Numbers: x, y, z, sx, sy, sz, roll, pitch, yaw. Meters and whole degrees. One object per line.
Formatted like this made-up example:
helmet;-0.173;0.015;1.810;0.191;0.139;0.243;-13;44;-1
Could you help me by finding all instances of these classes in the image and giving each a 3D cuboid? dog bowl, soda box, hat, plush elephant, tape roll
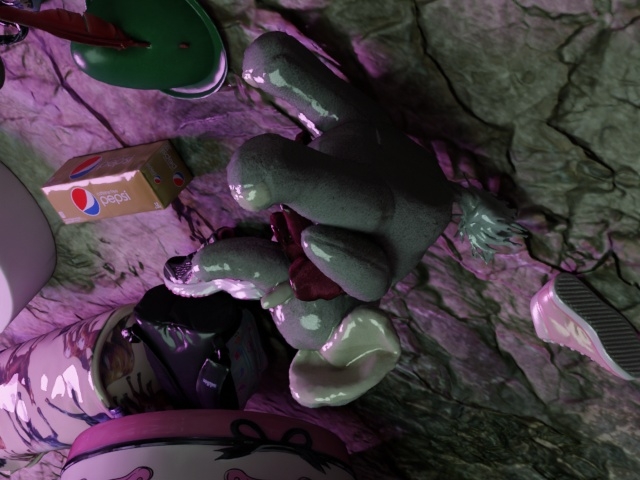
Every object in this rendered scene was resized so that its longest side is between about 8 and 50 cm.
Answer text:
dog bowl;-0.135;0.322;2.186;0.408;0.150;0.408;-1;158;0
soda box;-0.235;-0.066;2.065;0.181;0.061;0.058;-8;123;44
hat;-0.226;-0.176;1.839;0.208;0.183;0.173;41;144;-4
plush elephant;0.000;0.000;1.769;0.330;0.272;0.255;26;122;-23
tape roll;-0.480;-0.012;2.296;0.286;0.100;0.286;23;141;20

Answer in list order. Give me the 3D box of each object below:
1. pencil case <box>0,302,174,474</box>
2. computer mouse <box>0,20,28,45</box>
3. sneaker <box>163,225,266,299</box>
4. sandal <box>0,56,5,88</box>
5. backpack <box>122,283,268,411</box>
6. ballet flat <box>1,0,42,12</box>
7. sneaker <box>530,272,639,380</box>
pencil case;-0.326;0.205;2.342;0.410;0.160;0.183;-19;90;48
computer mouse;-0.433;-0.283;2.030;0.242;0.041;0.071;26;121;8
sneaker;-0.112;0.020;2.066;0.178;0.072;0.077;0;106;42
sandal;-0.418;-0.291;1.943;0.303;0.086;0.120;57;147;12
backpack;-0.134;0.138;2.151;0.152;0.115;0.182;14;140;31
ballet flat;-0.348;-0.306;1.904;0.070;0.070;0.188;13;137;29
sneaker;0.268;0.094;1.828;0.134;0.051;0.070;46;144;-4
